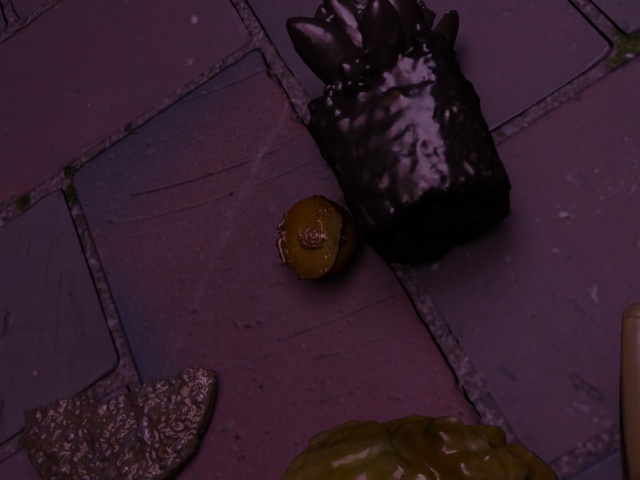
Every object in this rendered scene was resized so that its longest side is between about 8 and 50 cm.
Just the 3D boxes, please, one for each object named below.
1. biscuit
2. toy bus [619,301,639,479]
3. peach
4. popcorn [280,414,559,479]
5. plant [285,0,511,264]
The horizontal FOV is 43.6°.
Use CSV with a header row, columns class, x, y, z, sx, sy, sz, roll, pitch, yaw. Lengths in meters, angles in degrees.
class,x,y,z,sx,sy,sz,roll,pitch,yaw
biscuit,-0.225,0.226,0.883,0.250,0.032,0.133,-15,62,15
toy bus,0.400,0.132,0.558,0.365,0.202,0.177,-4,64,21
peach,0.001,0.000,0.877,0.098,0.061,0.098,-11,73,40
popcorn,0.078,0.244,0.658,0.236,0.251,0.206,-8,84,-17
plant,0.084,-0.148,0.846,0.194,0.181,0.321,-24,64,11
